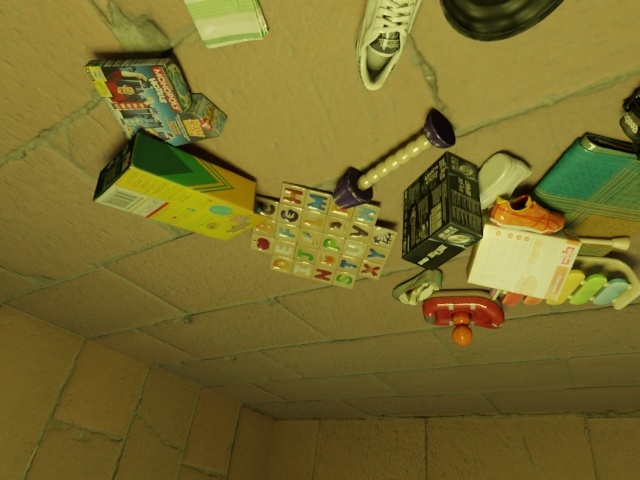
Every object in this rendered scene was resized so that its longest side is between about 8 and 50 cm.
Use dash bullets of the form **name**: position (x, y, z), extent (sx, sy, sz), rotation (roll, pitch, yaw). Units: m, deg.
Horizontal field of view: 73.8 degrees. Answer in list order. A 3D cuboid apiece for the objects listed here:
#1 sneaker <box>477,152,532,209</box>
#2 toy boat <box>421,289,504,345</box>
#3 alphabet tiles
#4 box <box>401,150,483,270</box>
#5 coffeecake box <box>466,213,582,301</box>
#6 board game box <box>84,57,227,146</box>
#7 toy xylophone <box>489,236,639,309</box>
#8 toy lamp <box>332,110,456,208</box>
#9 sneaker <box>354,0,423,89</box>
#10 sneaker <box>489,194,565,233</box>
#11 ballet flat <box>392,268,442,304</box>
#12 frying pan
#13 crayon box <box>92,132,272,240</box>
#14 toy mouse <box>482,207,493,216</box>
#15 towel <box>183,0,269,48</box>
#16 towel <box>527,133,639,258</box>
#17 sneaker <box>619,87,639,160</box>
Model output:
- **sneaker**: position (0.335, -0.086, 0.876), extent (0.094, 0.080, 0.212), rotation (10, 146, -25)
- **toy boat**: position (0.418, 0.236, 1.255), extent (0.231, 0.151, 0.151), rotation (-4, 145, 17)
- **alphabet tiles**: position (0.000, 0.000, 1.046), extent (0.342, 0.011, 0.285), rotation (14, 132, -1)
- **box**: position (0.234, -0.055, 0.839), extent (0.077, 0.180, 0.147), rotation (21, 143, -17)
- **coffeecake box**: position (0.422, 0.035, 0.903), extent (0.185, 0.068, 0.142), rotation (12, 117, 11)
- **board game box**: position (-0.280, -0.246, 0.775), extent (0.194, 0.060, 0.194), rotation (2, 145, 8)
- **toy xylophone**: position (0.572, 0.081, 1.003), extent (0.322, 0.081, 0.236), rotation (-1, 146, 14)
- **toy lamp**: position (0.128, -0.140, 0.829), extent (0.080, 0.080, 0.274), rotation (29, 142, -27)
- **sneaker**: position (0.101, -0.316, 0.563), extent (0.090, 0.095, 0.235), rotation (11, 143, -1)
- **sneaker**: position (0.418, -0.053, 0.838), extent (0.175, 0.064, 0.067), rotation (3, 115, -22)
- **ballet flat**: position (0.272, 0.149, 1.231), extent (0.072, 0.068, 0.213), rotation (20, 145, -17)
- **frying pan**: position (0.171, -0.315, 0.517), extent (0.326, 0.053, 0.197), rotation (-22, 140, 11)
- **crayon box**: position (-0.286, -0.097, 0.924), extent (0.318, 0.081, 0.202), rotation (21, 151, -40)
- **toy mouse**: position (0.342, -0.027, 0.972), extent (0.143, 0.031, 0.161), rotation (-10, 130, 31)
- **towel**: position (-0.151, -0.357, 0.618), extent (0.113, 0.023, 0.152), rotation (-4, 144, 15)
- **towel**: position (0.555, -0.059, 0.898), extent (0.271, 0.040, 0.370), rotation (12, 148, -4)
- **sneaker**: position (0.522, -0.212, 0.624), extent (0.135, 0.098, 0.276), rotation (-13, 142, 24)
